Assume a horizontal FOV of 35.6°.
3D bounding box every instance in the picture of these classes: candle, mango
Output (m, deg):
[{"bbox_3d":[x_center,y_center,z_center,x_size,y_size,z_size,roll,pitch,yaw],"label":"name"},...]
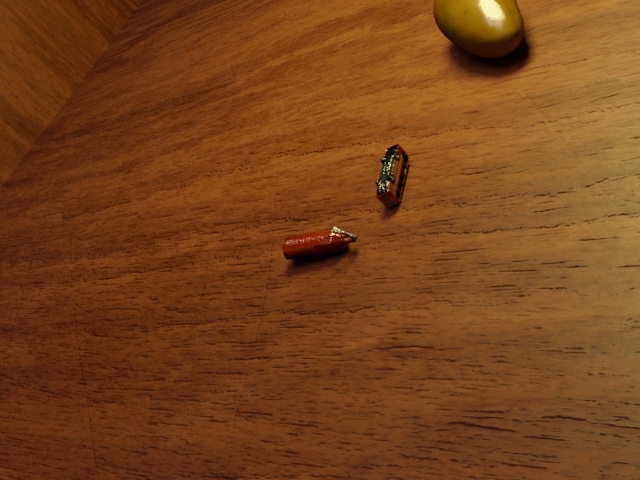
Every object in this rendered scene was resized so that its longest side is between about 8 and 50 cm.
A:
[{"bbox_3d":[0.000,0.000,1.616,0.162,0.048,0.053,-10,27,45],"label":"candle"},{"bbox_3d":[0.274,-0.390,1.701,0.138,0.113,0.253,-57,32,17],"label":"mango"}]

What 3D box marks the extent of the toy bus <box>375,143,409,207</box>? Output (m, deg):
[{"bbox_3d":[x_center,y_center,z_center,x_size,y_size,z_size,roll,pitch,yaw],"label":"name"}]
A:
[{"bbox_3d":[0.117,-0.105,1.610,0.031,0.043,0.110,-23,37,38],"label":"toy bus"}]
